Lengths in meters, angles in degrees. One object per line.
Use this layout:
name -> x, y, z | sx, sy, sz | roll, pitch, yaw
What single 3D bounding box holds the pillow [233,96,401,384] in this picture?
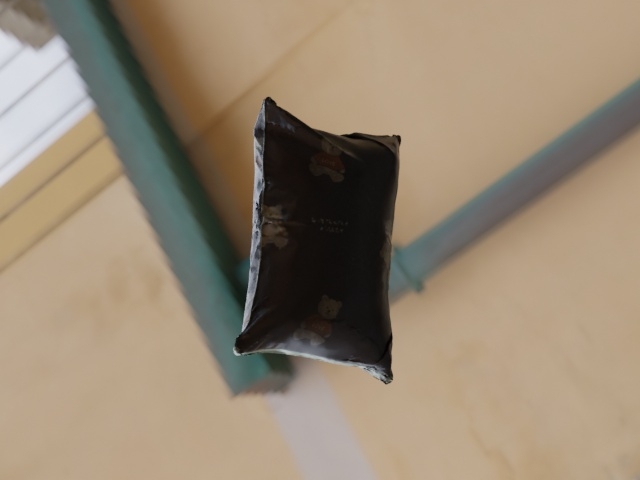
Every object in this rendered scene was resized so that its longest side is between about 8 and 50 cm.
pillow -> 0.000, 0.000, 1.008 | 0.090, 0.048, 0.150 | 5, -111, -6
